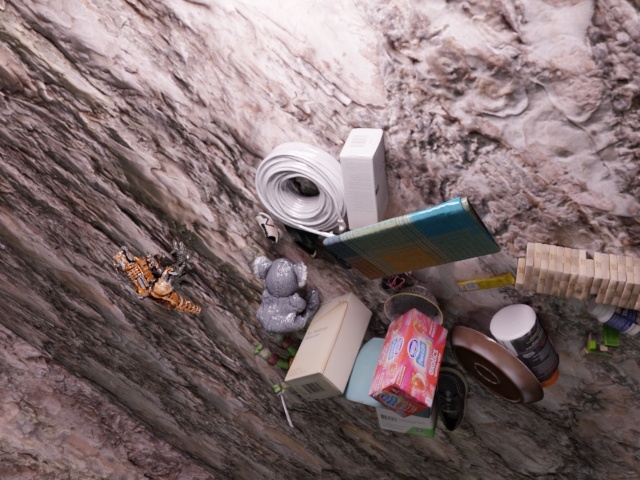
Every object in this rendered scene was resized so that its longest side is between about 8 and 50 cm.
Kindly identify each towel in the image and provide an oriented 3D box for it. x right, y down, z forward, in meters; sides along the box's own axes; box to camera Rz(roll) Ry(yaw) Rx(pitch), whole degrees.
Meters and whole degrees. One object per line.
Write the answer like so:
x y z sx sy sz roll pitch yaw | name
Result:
0.230 0.006 1.438 0.370 0.040 0.271 -15 149 27 | towel

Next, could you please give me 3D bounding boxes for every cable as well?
-0.042 -0.137 1.501 0.257 0.089 0.257 14 135 15 | cable

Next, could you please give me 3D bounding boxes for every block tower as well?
0.648 0.086 1.381 0.335 0.091 0.097 8 134 19 | block tower

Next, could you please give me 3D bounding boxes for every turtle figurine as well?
-0.094 0.431 1.986 0.266 0.275 0.198 40 121 -2 | turtle figurine

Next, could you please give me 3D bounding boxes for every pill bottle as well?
0.740 0.185 1.449 0.120 0.067 0.067 25 138 1 | pill bottle
0.577 0.301 1.596 0.130 0.130 0.246 -15 123 36 | pill bottle

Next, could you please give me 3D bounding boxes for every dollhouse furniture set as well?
0.761 0.279 1.565 0.076 0.059 0.152 6 154 10 | dollhouse furniture set

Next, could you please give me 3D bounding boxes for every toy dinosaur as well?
-0.532 0.131 1.904 0.164 0.218 0.322 -7 128 30 | toy dinosaur

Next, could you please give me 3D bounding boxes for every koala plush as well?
-0.112 0.150 1.758 0.196 0.203 0.221 13 124 14 | koala plush

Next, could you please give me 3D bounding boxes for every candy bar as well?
0.445 0.115 1.561 0.161 0.018 0.040 -14 121 36 | candy bar

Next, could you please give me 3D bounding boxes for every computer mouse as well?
0.000 0.000 1.631 0.242 0.071 0.041 34 122 -10 | computer mouse

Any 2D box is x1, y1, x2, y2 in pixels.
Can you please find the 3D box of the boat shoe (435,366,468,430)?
0.434 0.532 1.919 0.103 0.092 0.285 4 133 22 | boat shoe

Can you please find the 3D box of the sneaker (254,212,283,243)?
-0.153 -0.036 1.686 0.040 0.044 0.109 -25 116 43 | sneaker

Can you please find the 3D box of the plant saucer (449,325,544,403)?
0.489 0.369 1.656 0.310 0.050 0.310 41 163 15 | plant saucer

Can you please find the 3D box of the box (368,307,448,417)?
0.243 0.333 1.576 0.128 0.257 0.122 34 139 -10 | box

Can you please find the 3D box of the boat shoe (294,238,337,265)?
-0.014 0.031 1.678 0.152 0.049 0.056 33 137 -8 | boat shoe

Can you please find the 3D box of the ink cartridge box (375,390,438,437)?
0.293 0.545 1.985 0.198 0.115 0.273 5 133 21 | ink cartridge box

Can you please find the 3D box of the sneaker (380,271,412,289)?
0.210 0.117 1.649 0.047 0.057 0.119 35 138 -12 | sneaker

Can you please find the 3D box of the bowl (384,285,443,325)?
0.275 0.183 1.664 0.170 0.080 0.170 13 136 13 | bowl

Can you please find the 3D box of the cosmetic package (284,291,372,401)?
0.030 0.320 1.750 0.160 0.309 0.113 -26 117 40 | cosmetic package

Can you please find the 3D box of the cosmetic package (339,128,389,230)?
0.111 -0.142 1.399 0.085 0.117 0.231 6 135 19 | cosmetic package

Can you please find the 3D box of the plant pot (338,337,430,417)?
0.205 0.405 1.747 0.290 0.195 0.290 13 168 3 | plant pot
